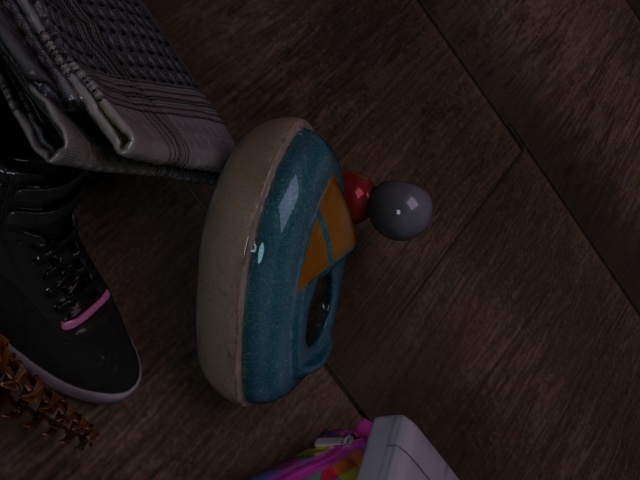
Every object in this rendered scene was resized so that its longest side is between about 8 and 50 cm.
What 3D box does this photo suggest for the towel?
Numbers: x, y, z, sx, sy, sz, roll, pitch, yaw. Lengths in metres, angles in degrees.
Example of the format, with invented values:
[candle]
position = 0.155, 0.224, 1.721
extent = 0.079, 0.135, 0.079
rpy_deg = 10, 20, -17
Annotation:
[towel]
position = -0.198, -0.185, 0.892
extent = 0.312, 0.056, 0.324
rpy_deg = 59, 16, 9

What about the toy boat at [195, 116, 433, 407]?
[toy boat]
position = 0.000, 0.000, 1.008
extent = 0.318, 0.148, 0.268
rpy_deg = -44, 144, -60

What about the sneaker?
[sneaker]
position = -0.220, 0.004, 0.851
extent = 0.296, 0.147, 0.104
rpy_deg = 55, 44, -11

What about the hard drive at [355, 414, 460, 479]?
[hard drive]
position = 0.072, 0.361, 0.903
extent = 0.233, 0.047, 0.353
rpy_deg = 54, 40, -32

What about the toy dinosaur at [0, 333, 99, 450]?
[toy dinosaur]
position = -0.306, 0.093, 0.742
extent = 0.321, 0.164, 0.218
rpy_deg = 8, 48, -17

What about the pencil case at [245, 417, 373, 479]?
[pencil case]
position = -0.035, 0.245, 0.947
extent = 0.236, 0.104, 0.104
rpy_deg = -22, 88, -46
